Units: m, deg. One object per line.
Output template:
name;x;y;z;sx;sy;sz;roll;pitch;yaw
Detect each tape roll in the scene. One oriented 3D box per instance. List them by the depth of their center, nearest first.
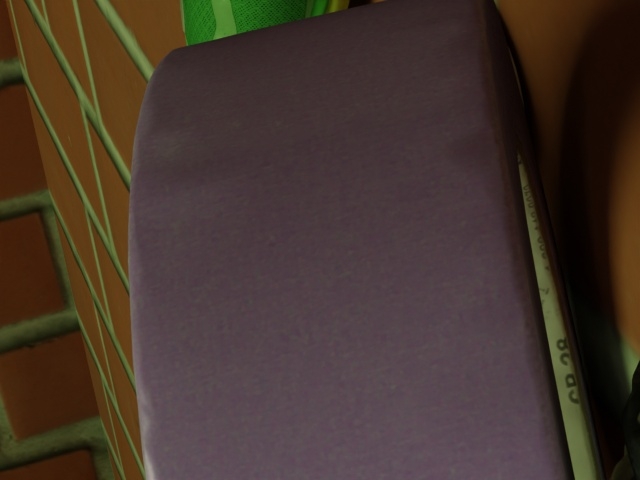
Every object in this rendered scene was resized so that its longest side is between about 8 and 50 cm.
tape roll;0.032;0.072;0.503;0.275;0.090;0.274;-11;-90;-82

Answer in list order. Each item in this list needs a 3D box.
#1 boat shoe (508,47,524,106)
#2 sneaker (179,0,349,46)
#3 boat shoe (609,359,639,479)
boat shoe;0.000;0.000;0.739;0.301;0.102;0.108;113;140;-70
sneaker;-0.055;-0.173;0.727;0.295;0.123;0.109;87;162;-47
boat shoe;0.130;0.145;0.345;0.091;0.114;0.302;103;161;-64
